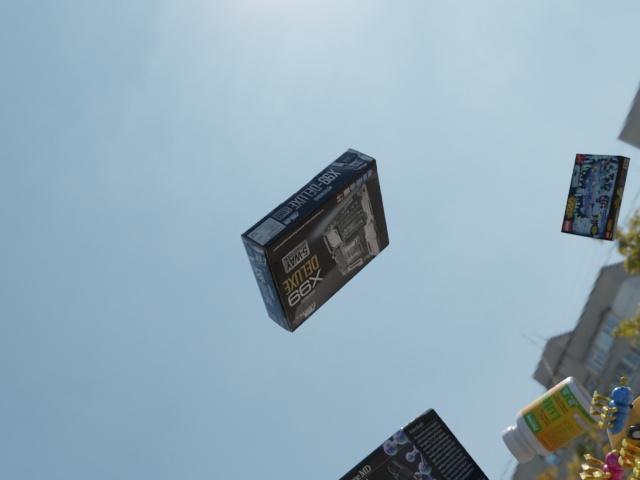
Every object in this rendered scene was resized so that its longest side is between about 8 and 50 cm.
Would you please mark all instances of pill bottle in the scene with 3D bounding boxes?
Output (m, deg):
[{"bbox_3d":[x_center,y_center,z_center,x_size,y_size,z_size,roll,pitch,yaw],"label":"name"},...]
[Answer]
[{"bbox_3d":[0.609,0.485,2.074,0.246,0.136,0.136,-40,-36,16],"label":"pill bottle"}]

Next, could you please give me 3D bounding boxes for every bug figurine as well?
[{"bbox_3d":[0.509,0.366,1.298,0.279,0.072,0.216,-69,-10,-75],"label":"bug figurine"}]

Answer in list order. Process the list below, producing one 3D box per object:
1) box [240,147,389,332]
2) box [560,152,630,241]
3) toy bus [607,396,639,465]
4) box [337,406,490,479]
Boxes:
[{"bbox_3d":[0.000,0.000,1.556,0.307,0.077,0.242,-40,-41,-26],"label":"box"},{"bbox_3d":[0.446,-0.072,1.270,0.027,0.094,0.136,8,-87,-29],"label":"box"},{"bbox_3d":[0.977,0.503,2.247,0.130,0.108,0.332,31,-60,-13],"label":"toy bus"},{"bbox_3d":[0.277,0.694,2.028,0.293,0.395,0.212,-47,-18,25],"label":"box"}]
